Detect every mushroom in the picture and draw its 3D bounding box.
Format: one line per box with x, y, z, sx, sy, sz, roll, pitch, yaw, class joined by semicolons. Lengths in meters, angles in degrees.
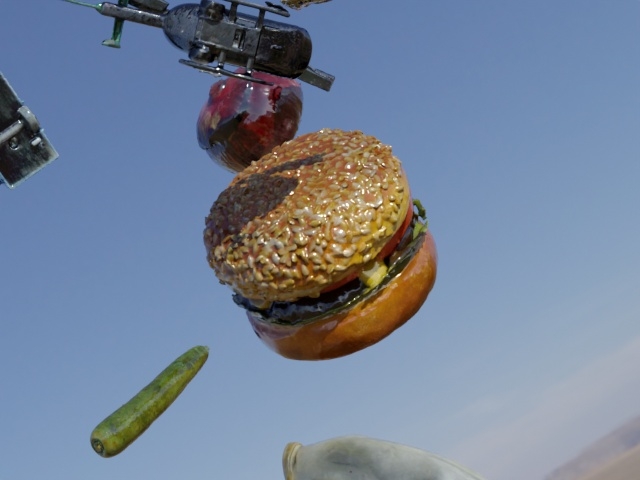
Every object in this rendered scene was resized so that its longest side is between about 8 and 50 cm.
0.095;0.327;1.700;0.351;0.109;0.097;10;-14;37;mushroom

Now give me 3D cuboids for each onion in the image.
-0.149;-0.256;2.586;0.246;0.246;0.190;-37;-59;26;onion

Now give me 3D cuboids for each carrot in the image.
-0.330;0.314;2.535;0.358;0.074;0.074;-42;-3;-45;carrot

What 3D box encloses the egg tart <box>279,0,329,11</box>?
0.048;-0.505;2.327;0.291;0.107;0.291;-15;8;2;egg tart

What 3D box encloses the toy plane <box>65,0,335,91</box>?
-0.161;-0.273;1.647;0.382;0.106;0.155;12;7;-3;toy plane

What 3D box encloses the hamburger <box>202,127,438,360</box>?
0.000;0.000;1.848;0.330;0.250;0.330;-22;27;12;hamburger

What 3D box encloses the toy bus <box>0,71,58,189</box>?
-0.515;-0.222;1.851;0.106;0.297;0.131;-38;22;-17;toy bus
